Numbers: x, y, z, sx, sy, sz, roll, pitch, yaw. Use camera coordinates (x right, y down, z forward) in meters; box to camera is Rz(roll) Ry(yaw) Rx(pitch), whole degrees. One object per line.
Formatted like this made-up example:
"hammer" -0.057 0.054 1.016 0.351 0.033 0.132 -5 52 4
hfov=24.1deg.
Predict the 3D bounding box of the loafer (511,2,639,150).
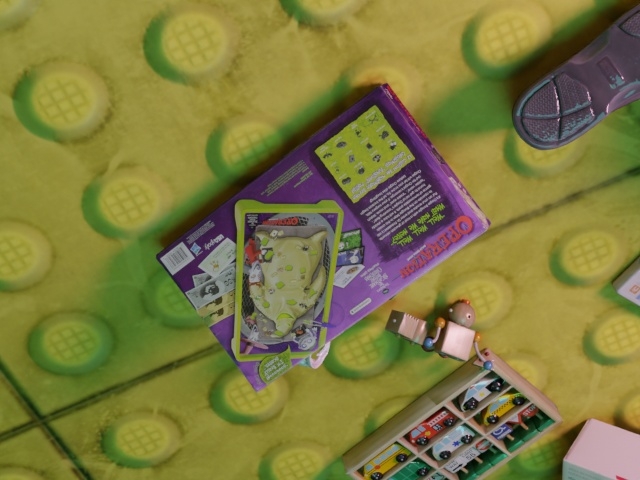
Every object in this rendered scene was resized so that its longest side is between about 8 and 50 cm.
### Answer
"loafer" 0.352 -0.206 1.717 0.302 0.095 0.109 -29 97 6

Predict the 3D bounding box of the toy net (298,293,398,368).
"toy net" 0.036 0.098 1.854 0.045 0.122 0.232 42 107 -8

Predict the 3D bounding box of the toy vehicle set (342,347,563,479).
"toy vehicle set" 0.182 0.275 2.074 0.267 0.035 0.166 -40 124 19

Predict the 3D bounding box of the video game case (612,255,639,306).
"video game case" 0.523 0.041 1.968 0.212 0.023 0.193 28 118 -29

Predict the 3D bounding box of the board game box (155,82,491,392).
"board game box" 0.000 0.000 1.752 0.347 0.056 0.208 -36 87 17

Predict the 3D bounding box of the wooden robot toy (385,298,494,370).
"wooden robot toy" 0.165 0.110 1.940 0.173 0.076 0.079 22 82 -21

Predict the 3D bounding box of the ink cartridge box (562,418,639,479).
"ink cartridge box" 0.436 0.391 2.125 0.172 0.100 0.237 18 134 26
